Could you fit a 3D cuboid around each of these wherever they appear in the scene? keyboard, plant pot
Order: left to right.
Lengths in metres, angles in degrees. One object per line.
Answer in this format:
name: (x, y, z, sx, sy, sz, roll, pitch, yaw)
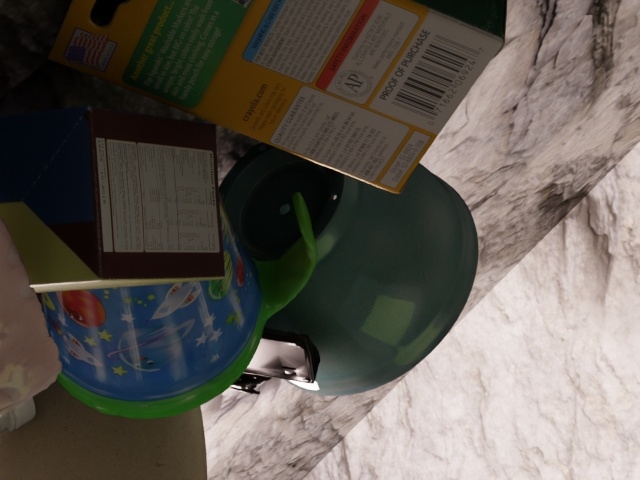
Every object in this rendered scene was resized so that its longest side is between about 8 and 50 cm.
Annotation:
keyboard: (-0.157, 0.109, 1.857, 0.201, 0.317, 0.033, 85, 17, -65)
plant pot: (0.000, 0.000, 1.908, 0.293, 0.293, 0.196, -41, 137, 7)

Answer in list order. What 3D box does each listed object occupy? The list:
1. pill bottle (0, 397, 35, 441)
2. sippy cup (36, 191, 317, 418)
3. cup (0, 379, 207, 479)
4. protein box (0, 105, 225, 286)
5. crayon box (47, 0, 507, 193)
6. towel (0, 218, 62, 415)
pill bottle: (-0.399, 0.195, 1.813, 0.187, 0.112, 0.112, -29, 161, -27)
sippy cup: (-0.174, 0.019, 1.663, 0.305, 0.240, 0.224, -42, 155, -22)
cup: (-0.261, 0.249, 1.978, 0.331, 0.331, 0.237, 5, 109, -66)
protein box: (-0.214, -0.028, 1.425, 0.200, 0.136, 0.201, -5, 177, 25)
crayon box: (-0.036, -0.180, 1.414, 0.203, 0.323, 0.083, 124, -19, -46)
towel: (-0.367, 0.029, 1.202, 0.317, 0.053, 0.331, -31, 119, -25)
